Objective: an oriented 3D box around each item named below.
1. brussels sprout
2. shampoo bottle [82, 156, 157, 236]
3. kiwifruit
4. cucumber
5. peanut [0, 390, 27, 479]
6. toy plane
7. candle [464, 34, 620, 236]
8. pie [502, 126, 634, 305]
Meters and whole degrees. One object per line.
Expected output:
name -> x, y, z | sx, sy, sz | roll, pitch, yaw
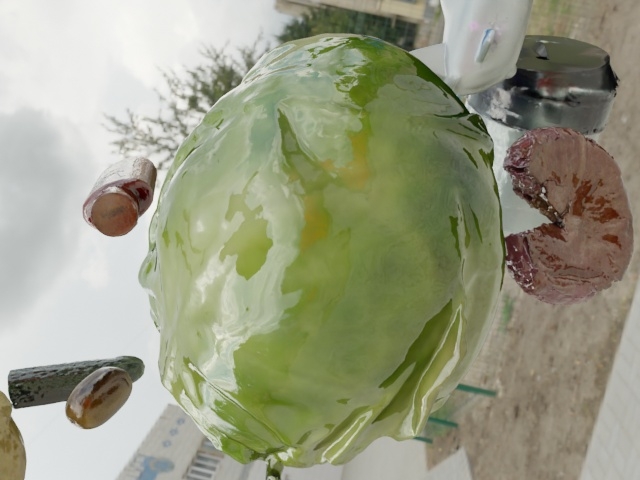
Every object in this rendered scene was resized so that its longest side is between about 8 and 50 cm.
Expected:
brussels sprout -> 0.015, -0.011, 0.728 | 0.361, 0.343, 0.425 | -58, 21, 27
shampoo bottle -> -0.334, -0.077, 1.228 | 0.314, 0.118, 0.076 | -125, 14, -72
kiwifruit -> -0.352, 0.249, 1.166 | 0.124, 0.075, 0.075 | -44, -28, -51
cucumber -> -0.445, 0.257, 1.350 | 0.074, 0.242, 0.074 | 175, 90, -68
peanut -> -0.536, 0.393, 1.096 | 0.174, 0.158, 0.339 | 6, 72, 59
toy plane -> 0.194, -0.275, 0.879 | 0.267, 0.123, 0.266 | 23, -90, -89
candle -> 0.321, -0.138, 1.160 | 0.221, 0.222, 0.342 | -74, -9, -57
pie -> 0.298, -0.032, 0.882 | 0.054, 0.205, 0.218 | -19, 78, 60
